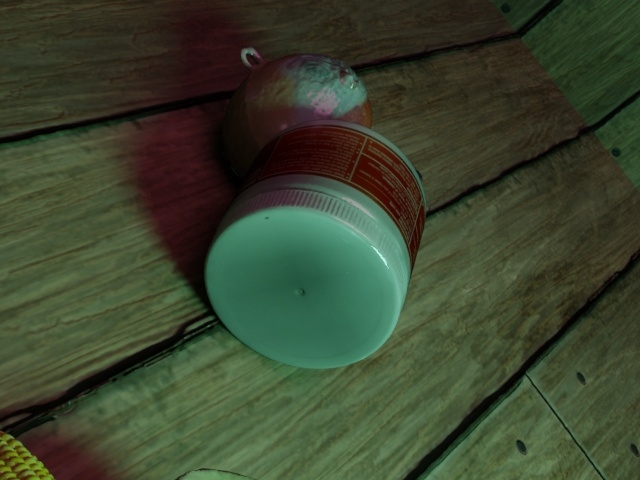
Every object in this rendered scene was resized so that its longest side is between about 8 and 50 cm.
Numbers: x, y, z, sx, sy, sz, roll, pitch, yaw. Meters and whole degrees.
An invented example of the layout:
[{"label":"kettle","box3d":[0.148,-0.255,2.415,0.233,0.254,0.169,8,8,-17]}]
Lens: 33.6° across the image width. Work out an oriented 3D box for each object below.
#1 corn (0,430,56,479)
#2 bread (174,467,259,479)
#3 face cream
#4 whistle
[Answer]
[{"label":"corn","box3d":[-0.179,0.224,0.705,0.248,0.081,0.081,40,25,32]},{"label":"bread","box3d":[-0.093,0.259,0.778,0.134,0.141,0.148,18,45,-38]},{"label":"face cream","box3d":[0.000,0.000,1.096,0.201,0.201,0.187,41,34,-14]},{"label":"whistle","box3d":[0.015,-0.086,1.247,0.347,0.189,0.189,57,32,-9]}]
